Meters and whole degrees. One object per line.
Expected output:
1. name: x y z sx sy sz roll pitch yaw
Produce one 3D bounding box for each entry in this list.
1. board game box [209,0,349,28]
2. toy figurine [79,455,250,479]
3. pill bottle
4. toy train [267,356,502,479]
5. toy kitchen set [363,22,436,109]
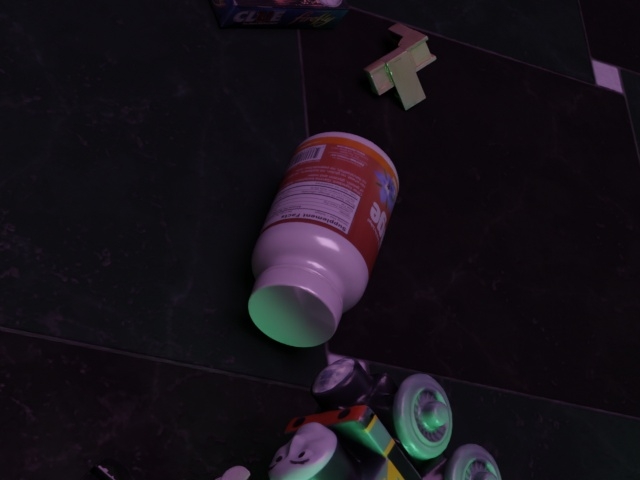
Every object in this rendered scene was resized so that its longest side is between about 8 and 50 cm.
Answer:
1. board game box: -0.082 -0.359 1.936 0.165 0.042 0.243 -6 62 -37
2. toy figurine: -0.134 0.297 1.366 0.213 0.148 0.209 5 50 -29
3. pill bottle: 0.000 0.000 1.679 0.121 0.121 0.216 31 47 -12
4. toy train: 0.080 0.268 1.484 0.334 0.142 0.190 56 44 -21
5. toy kitchen set: 0.088 -0.202 1.954 0.083 0.075 0.068 -33 121 -12
